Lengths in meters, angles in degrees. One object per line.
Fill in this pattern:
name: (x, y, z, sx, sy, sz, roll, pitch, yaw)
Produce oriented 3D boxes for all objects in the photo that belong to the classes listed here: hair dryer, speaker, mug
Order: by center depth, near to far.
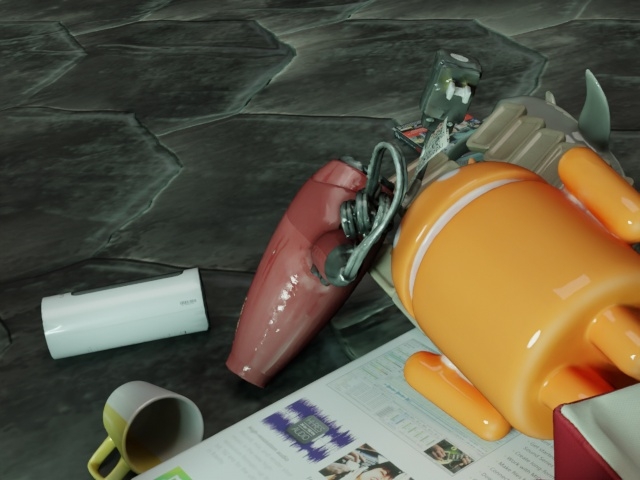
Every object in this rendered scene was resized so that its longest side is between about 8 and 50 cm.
hair dryer: (0.000, 0.000, 0.775, 0.080, 0.293, 0.223, 33, 40, 4)
mug: (-0.133, 0.133, 0.782, 0.078, 0.062, 0.064, -18, 22, -29)
speaker: (-0.165, 0.062, 0.921, 0.136, 0.055, 0.055, -11, 29, -4)

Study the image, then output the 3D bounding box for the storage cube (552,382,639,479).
storage cube: (0.226, 0.170, 0.481, 0.184, 0.193, 0.215, -16, 31, -13)

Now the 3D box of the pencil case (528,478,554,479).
pencil case: (0.050, 0.196, 0.434, 0.104, 0.236, 0.104, 21, 36, -16)

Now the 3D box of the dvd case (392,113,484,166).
dvd case: (0.144, -0.112, 1.196, 0.087, 0.013, 0.119, -18, 29, -17)

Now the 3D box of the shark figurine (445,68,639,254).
shark figurine: (0.177, -0.081, 0.989, 0.116, 0.166, 0.278, -26, 31, -10)

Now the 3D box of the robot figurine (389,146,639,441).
robot figurine: (0.125, 0.035, 0.667, 0.128, 0.158, 0.219, -16, 39, -23)

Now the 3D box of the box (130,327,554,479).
box: (0.073, 0.154, 0.694, 0.322, 0.058, 0.232, -26, 33, -26)

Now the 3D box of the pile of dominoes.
pile of dominoes: (0.137, -0.004, 0.846, 0.196, 0.040, 0.251, -35, 34, -4)
